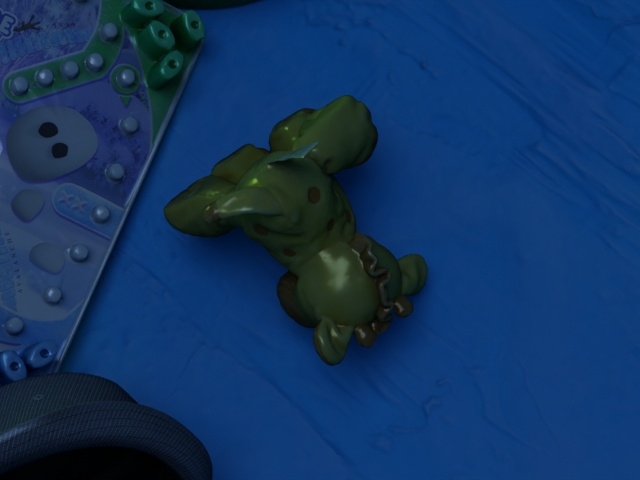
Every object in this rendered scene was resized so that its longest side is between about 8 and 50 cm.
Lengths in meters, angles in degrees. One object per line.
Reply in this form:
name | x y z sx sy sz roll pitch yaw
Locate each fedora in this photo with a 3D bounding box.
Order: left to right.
fedora | -0.225 0.198 1.443 0.275 0.244 0.124 -31 44 -1

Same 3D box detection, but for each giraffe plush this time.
giraffe plush | 0.000 0.000 1.496 0.181 0.210 0.170 -34 103 -8

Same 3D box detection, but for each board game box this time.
board game box | -0.326 -0.100 1.501 0.390 0.050 0.390 27 73 -16

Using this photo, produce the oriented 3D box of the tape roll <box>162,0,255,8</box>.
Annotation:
tape roll | -0.101 -0.364 1.643 0.321 0.077 0.321 -2 75 6
